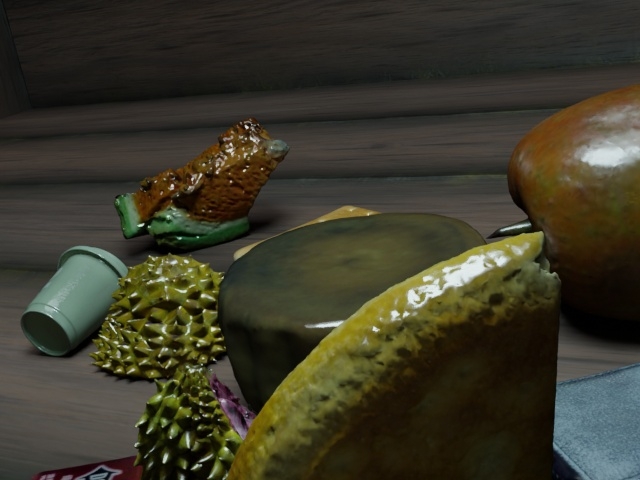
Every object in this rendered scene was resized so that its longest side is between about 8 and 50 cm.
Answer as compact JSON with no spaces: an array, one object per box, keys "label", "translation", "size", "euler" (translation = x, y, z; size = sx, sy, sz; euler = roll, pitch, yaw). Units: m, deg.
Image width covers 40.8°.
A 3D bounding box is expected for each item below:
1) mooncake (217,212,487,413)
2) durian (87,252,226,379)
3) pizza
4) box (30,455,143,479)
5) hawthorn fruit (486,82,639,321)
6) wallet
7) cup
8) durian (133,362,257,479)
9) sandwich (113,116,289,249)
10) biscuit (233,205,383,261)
[{"label":"mooncake","translation":[0.040,0.087,0.900],"size":[0.290,0.161,0.290],"euler":[-9,21,4]},{"label":"durian","translation":[-0.189,0.104,1.078],"size":[0.182,0.165,0.132],"euler":[18,-16,11]},{"label":"pizza","translation":[0.040,0.132,0.608],"size":[0.257,0.269,0.087],"euler":[-10,28,-14]},{"label":"box","translation":[-0.194,0.260,0.670],"size":[0.120,0.069,0.224],"euler":[-9,18,1]},{"label":"hawthorn fruit","translation":[0.333,-0.041,0.956],"size":[0.300,0.268,0.268],"euler":[-8,20,9]},{"label":"wallet","translation":[0.289,0.161,0.763],"size":[0.222,0.036,0.167],"euler":[-13,19,-14]},{"label":"cup","translation":[-0.333,0.087,1.172],"size":[0.120,0.120,0.141],"euler":[0,36,26]},{"label":"durian","translation":[-0.074,0.196,0.702],"size":[0.119,0.187,0.108],"euler":[-45,42,-7]},{"label":"sandwich","translation":[-0.171,-0.082,1.474],"size":[0.301,0.162,0.250],"euler":[-34,-7,29]},{"label":"biscuit","translation":[0.000,-0.001,1.355],"size":[0.249,0.030,0.160],"euler":[-23,23,-32]}]
